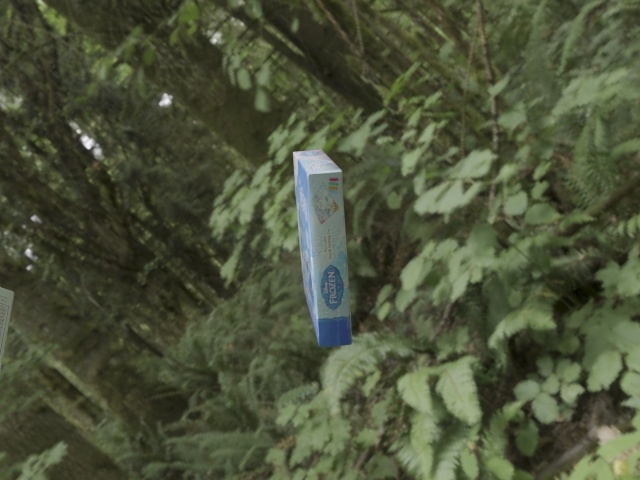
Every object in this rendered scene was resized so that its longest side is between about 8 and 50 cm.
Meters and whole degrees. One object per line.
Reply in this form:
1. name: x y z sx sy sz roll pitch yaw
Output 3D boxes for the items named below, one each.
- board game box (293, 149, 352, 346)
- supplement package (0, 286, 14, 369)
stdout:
1. board game box: 0.000 0.000 0.411 0.020 0.090 0.090 -4 13 -5
2. supplement package: -0.338 0.127 0.499 0.194 0.149 0.203 -20 57 31
